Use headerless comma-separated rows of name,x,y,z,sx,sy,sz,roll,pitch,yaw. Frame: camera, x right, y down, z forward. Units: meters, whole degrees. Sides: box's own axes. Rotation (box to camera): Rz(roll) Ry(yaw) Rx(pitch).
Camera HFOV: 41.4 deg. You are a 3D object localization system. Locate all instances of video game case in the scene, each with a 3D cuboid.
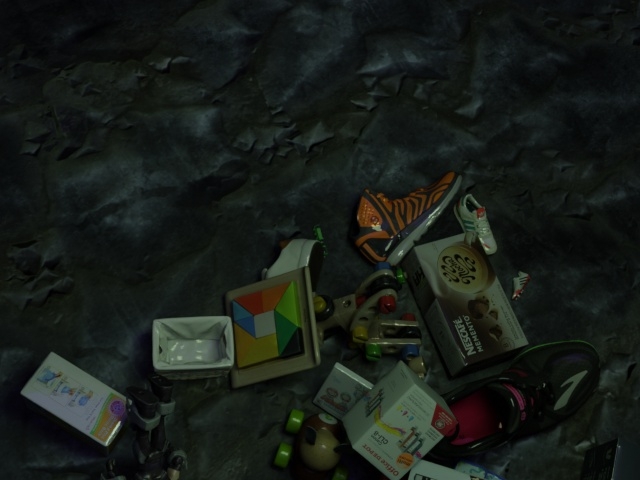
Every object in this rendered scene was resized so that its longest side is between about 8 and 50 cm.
video game case,0.073,0.342,1.788,0.157,0.143,0.019,32,43,6

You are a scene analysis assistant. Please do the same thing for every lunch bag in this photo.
lunch bag,0.329,0.546,1.775,0.151,0.096,0.128,27,67,19

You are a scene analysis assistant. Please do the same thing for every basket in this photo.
basket,-0.272,0.231,1.796,0.167,0.103,0.113,-1,66,-12

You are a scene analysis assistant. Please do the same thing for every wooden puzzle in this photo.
wooden puzzle,-0.112,0.184,1.797,0.239,0.044,0.220,-21,64,28

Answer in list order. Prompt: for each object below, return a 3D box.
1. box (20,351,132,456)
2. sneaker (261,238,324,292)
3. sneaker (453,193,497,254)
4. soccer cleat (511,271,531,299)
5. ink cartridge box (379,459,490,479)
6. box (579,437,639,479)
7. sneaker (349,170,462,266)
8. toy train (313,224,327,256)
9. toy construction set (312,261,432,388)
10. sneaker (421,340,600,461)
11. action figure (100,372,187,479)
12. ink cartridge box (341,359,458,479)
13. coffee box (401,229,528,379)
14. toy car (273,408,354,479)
box,-0.483,0.332,1.703,0.203,0.114,0.103,31,63,4
sneaker,-0.083,0.134,1.897,0.123,0.106,0.290,5,68,27
sneaker,0.382,-0.041,2.058,0.057,0.075,0.161,-21,71,-19
soccer cleat,0.475,0.109,2.036,0.036,0.029,0.083,32,61,14
ink cartridge box,0.207,0.598,1.644,0.272,0.130,0.309,13,71,16
box,0.626,0.521,1.801,0.093,0.158,0.155,21,64,-1
sneaker,0.193,-0.089,2.018,0.180,0.124,0.321,40,65,8
toy train,0.000,0.000,1.997,0.017,0.023,0.083,-10,68,-15
toy construction set,0.090,0.215,1.831,0.237,0.257,0.308,-17,72,11
sneaker,0.411,0.354,1.800,0.483,0.202,0.185,-22,87,-16
action figure,-0.335,0.414,1.656,0.099,0.284,0.185,14,16,33
ink cartridge box,0.151,0.355,1.663,0.128,0.127,0.176,43,95,-16
coffee box,0.325,0.146,1.938,0.168,0.119,0.297,-14,69,-18
toy car,0.004,0.410,1.717,0.155,0.188,0.148,20,64,-1
